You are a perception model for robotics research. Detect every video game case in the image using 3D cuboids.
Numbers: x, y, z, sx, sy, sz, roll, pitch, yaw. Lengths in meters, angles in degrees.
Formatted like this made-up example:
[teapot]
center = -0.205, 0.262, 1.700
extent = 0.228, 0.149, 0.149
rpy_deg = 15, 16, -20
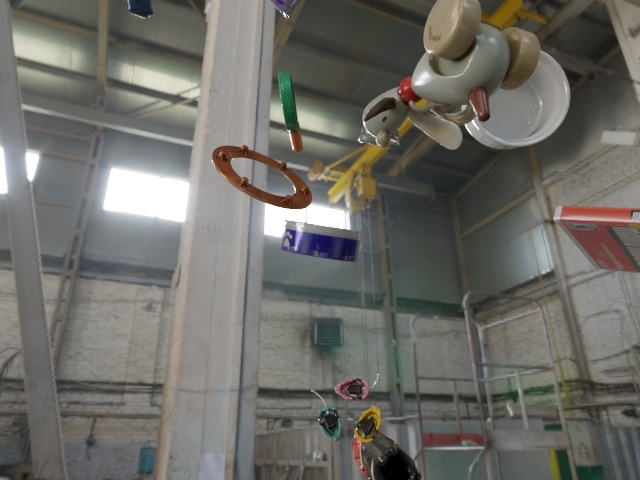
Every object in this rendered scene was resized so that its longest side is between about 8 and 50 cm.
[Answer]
[video game case]
center = 0.474, 0.011, 0.590
extent = 0.285, 0.025, 0.204
rpy_deg = 7, -17, 47

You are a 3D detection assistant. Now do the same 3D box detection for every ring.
[ring]
center = -0.171, -0.205, 1.452
extent = 0.337, 0.336, 0.032
rpy_deg = 14, -60, -30

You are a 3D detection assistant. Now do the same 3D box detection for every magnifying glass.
[magnifying glass]
center = -0.051, -0.216, 0.845
extent = 0.026, 0.092, 0.231
rpy_deg = -8, -13, 2

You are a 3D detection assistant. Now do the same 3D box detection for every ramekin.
[ramekin]
center = 0.542, -0.394, 1.348
extent = 0.277, 0.277, 0.135
rpy_deg = -2, 0, 2

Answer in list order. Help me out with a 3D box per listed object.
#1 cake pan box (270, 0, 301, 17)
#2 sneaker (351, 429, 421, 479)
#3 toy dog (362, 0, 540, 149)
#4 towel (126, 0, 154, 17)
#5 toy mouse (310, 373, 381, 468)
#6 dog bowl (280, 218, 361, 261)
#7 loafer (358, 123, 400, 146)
[cake pan box]
center = -0.095, -0.734, 1.157
extent = 0.267, 0.070, 0.246
rpy_deg = 45, -71, -6
[sneaker]
center = 0.172, 0.549, 1.053
extent = 0.098, 0.276, 0.135
rpy_deg = -31, 11, -24
[toy dog]
center = 0.181, -0.212, 0.733
extent = 0.220, 0.160, 0.333
rpy_deg = 7, -15, -3
[towel]
center = -0.436, -0.604, 1.131
extent = 0.029, 0.119, 0.067
rpy_deg = 4, 10, 29
[toy mouse]
center = 0.046, 0.303, 0.848
extent = 0.143, 0.161, 0.031
rpy_deg = 14, -28, 29
[dog bowl]
center = 0.000, 0.000, 1.583
extent = 0.265, 0.104, 0.265
rpy_deg = 9, 1, 0
[loafer]
center = 0.167, -0.297, 1.246
extent = 0.095, 0.087, 0.251
rpy_deg = 16, 17, 11
